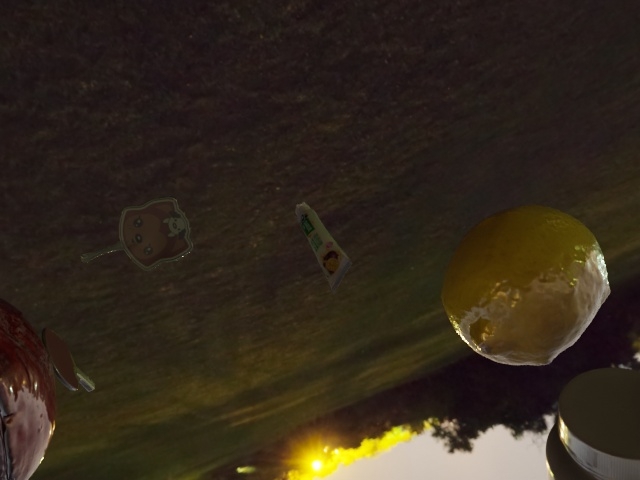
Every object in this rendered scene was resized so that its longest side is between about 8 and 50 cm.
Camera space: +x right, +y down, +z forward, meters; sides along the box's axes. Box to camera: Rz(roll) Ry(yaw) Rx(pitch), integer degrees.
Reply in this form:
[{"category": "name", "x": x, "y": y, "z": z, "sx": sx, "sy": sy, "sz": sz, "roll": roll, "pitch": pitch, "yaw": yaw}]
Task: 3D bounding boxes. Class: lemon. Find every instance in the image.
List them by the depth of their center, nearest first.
[{"category": "lemon", "x": 0.315, "y": 0.068, "z": 0.794, "sx": 0.288, "sy": 0.233, "sz": 0.233, "roll": -49, "pitch": 179, "yaw": -29}]

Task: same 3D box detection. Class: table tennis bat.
[{"category": "table tennis bat", "x": -0.538, "y": 0.269, "z": 1.084, "sx": 0.022, "sy": 0.131, "sz": 0.234, "roll": -24, "pitch": 148, "yaw": -16}]

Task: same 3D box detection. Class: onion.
[{"category": "onion", "x": -0.371, "y": 0.130, "z": 0.546, "sx": 0.120, "sy": 0.227, "sz": 0.283, "roll": -39, "pitch": 142, "yaw": -57}]

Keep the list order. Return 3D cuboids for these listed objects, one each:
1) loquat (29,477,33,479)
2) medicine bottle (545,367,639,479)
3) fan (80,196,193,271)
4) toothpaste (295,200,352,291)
[{"category": "loquat", "x": -0.441, "y": 0.372, "z": 0.637, "sx": 0.179, "sy": 0.179, "sz": 0.227, "roll": -14, "pitch": 146, "yaw": -23}, {"category": "medicine bottle", "x": 0.175, "y": 0.147, "z": 0.294, "sx": 0.079, "sy": 0.140, "sz": 0.079, "roll": -14, "pitch": -152, "yaw": 7}, {"category": "fan", "x": -0.359, "y": -0.001, "z": 0.979, "sx": 0.220, "sy": 0.132, "sz": 0.009, "roll": -21, "pitch": -177, "yaw": -1}, {"category": "toothpaste", "x": 0.000, "y": 0.000, "z": 1.191, "sx": 0.056, "sy": 0.314, "sz": 0.058, "roll": -20, "pitch": 125, "yaw": -8}]
